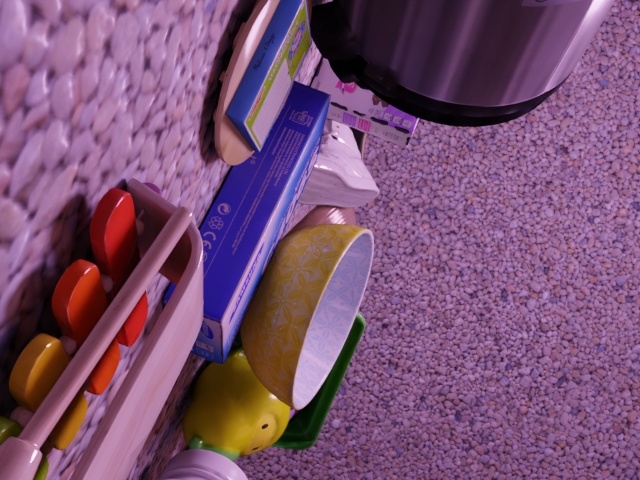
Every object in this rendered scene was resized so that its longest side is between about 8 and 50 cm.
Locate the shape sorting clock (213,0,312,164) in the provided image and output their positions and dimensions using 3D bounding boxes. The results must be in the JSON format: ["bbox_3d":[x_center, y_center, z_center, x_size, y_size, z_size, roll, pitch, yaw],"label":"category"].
[{"bbox_3d":[-0.059,-0.176,0.706,0.206,0.040,0.206,25,90,-86],"label":"shape sorting clock"}]

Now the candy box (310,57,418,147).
[{"bbox_3d":[0.094,-0.279,1.199,0.070,0.196,0.165,94,17,-78],"label":"candy box"}]

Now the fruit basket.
[{"bbox_3d":[-0.098,0.262,1.231,0.392,0.282,0.392,-168,-90,-78],"label":"fruit basket"}]

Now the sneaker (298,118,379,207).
[{"bbox_3d":[-0.006,-0.161,1.290,0.108,0.169,0.292,-29,162,25],"label":"sneaker"}]

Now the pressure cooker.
[{"bbox_3d":[0.195,-0.356,0.878,0.420,0.369,0.376,98,17,-61],"label":"pressure cooker"}]

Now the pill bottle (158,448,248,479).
[{"bbox_3d":[-0.212,0.455,0.919,0.334,0.187,0.188,-63,174,-58],"label":"pill bottle"}]

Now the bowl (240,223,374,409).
[{"bbox_3d":[-0.045,0.093,1.033,0.289,0.156,0.290,21,90,-75],"label":"bowl"}]

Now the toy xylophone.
[{"bbox_3d":[-0.157,0.093,0.443,0.236,0.081,0.323,108,5,-50],"label":"toy xylophone"}]

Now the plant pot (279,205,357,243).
[{"bbox_3d":[0.000,0.000,1.453,0.237,0.110,0.237,-42,177,-2],"label":"plant pot"}]

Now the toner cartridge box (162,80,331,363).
[{"bbox_3d":[-0.088,-0.028,0.880,0.165,0.075,0.348,103,9,-63],"label":"toner cartridge box"}]

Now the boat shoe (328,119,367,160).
[{"bbox_3d":[0.062,-0.238,1.666,0.120,0.122,0.324,-70,180,-51],"label":"boat shoe"}]
